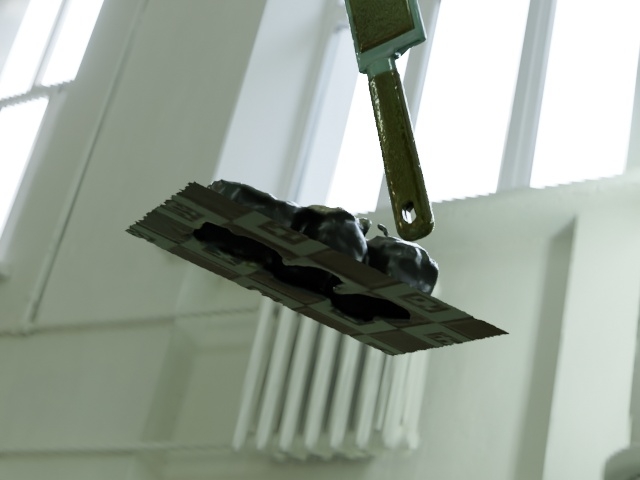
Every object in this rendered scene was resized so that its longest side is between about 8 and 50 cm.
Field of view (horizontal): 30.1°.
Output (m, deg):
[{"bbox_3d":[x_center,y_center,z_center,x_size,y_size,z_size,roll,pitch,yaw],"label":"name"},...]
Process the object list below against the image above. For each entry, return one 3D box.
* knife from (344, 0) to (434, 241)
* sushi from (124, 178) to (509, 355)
[{"bbox_3d":[0.057,-0.157,0.947,0.061,0.343,0.027,-23,-28,23],"label":"knife"},{"bbox_3d":[0.000,0.000,1.315,0.373,0.100,0.296,26,-18,-16],"label":"sushi"}]
